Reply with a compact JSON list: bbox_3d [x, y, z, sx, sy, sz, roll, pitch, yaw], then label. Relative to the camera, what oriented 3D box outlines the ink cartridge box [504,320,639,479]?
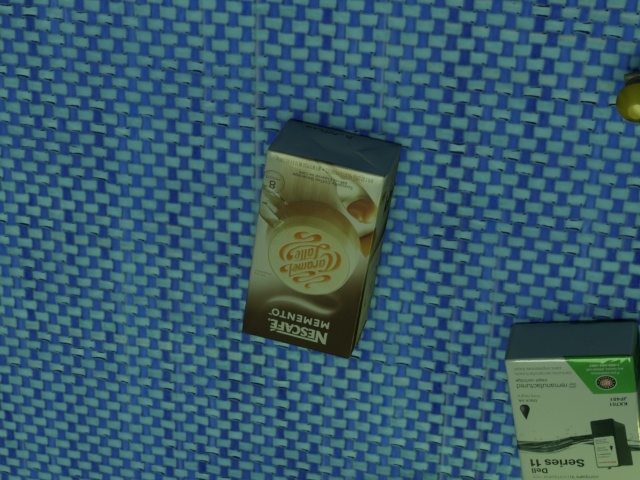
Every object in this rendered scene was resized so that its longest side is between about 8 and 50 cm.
[{"bbox_3d":[0.309,0.206,1.632,0.153,0.087,0.208,-4,117,17],"label":"ink cartridge box"}]

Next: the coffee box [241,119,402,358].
[{"bbox_3d":[0.000,0.000,1.601,0.141,0.098,0.247,13,119,8],"label":"coffee box"}]

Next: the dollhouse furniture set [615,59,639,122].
[{"bbox_3d":[0.471,-0.050,1.392,0.303,0.198,0.287,-8,114,19],"label":"dollhouse furniture set"}]
